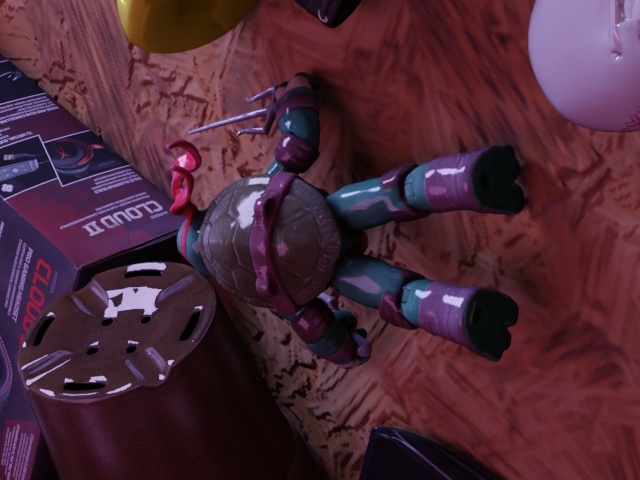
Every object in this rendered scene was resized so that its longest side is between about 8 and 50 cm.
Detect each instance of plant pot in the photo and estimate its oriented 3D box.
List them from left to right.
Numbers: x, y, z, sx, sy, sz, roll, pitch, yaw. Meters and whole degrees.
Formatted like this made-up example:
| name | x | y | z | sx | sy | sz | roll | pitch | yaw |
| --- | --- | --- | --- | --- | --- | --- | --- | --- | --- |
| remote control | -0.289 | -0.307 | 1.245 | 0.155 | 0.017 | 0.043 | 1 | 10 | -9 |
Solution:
| name | x | y | z | sx | sy | sz | roll | pitch | yaw |
| --- | --- | --- | --- | --- | --- | --- | --- | --- | --- |
| plant pot | -0.096 | 0.112 | 1.070 | 0.167 | 0.167 | 0.165 | 15 | 137 | 40 |

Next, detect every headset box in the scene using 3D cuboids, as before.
| name | x | y | z | sx | sy | sz | roll | pitch | yaw |
| --- | --- | --- | --- | --- | --- | --- | --- | --- | --- |
| headset box | -0.218 | 0.019 | 1.225 | 0.293 | 0.110 | 0.218 | 40 | 131 | 26 |

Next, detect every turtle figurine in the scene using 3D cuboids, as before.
| name | x | y | z | sx | sy | sz | roll | pitch | yaw |
| --- | --- | --- | --- | --- | --- | --- | --- | --- | --- |
| turtle figurine | 0.000 | 0.000 | 1.007 | 0.234 | 0.118 | 0.175 | 5 | 110 | 37 |

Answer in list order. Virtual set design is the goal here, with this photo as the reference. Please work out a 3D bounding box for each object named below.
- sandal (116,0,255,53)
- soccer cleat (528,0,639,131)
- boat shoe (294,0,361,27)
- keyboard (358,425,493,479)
| name | x | y | z | sx | sy | sz | roll | pitch | yaw |
| --- | --- | --- | --- | --- | --- | --- | --- | --- | --- |
| sandal | -0.079 | -0.260 | 0.967 | 0.138 | 0.126 | 0.317 | 46 | 132 | 26 |
| soccer cleat | 0.182 | -0.134 | 0.742 | 0.331 | 0.143 | 0.116 | -32 | 84 | 47 |
| boat shoe | 0.052 | -0.180 | 0.905 | 0.076 | 0.080 | 0.228 | 49 | 134 | -6 |
| keyboard | 0.077 | 0.280 | 1.104 | 0.201 | 0.033 | 0.317 | 38 | 131 | 36 |
